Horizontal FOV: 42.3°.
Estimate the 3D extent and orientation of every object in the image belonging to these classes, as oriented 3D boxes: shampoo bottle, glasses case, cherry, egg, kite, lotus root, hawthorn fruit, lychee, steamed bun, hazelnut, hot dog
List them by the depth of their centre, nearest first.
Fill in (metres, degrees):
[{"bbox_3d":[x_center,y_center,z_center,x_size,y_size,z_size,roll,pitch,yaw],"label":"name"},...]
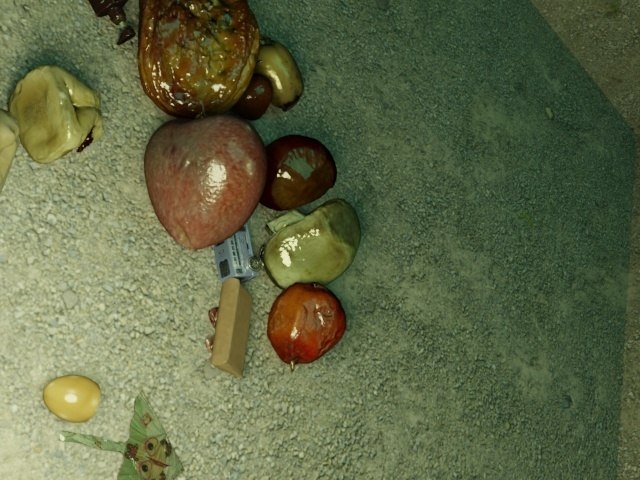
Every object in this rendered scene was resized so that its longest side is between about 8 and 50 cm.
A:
[{"bbox_3d":[-0.420,0.266,1.395,0.096,0.080,0.080,18,57,-21],"label":"egg"},{"bbox_3d":[-0.347,0.371,1.468,0.250,0.012,0.229,29,49,-33],"label":"kite"},{"bbox_3d":[-0.477,-0.235,1.556,0.155,0.140,0.172,-11,82,-61],"label":"steamed bun"},{"bbox_3d":[-0.229,-0.127,1.657,0.221,0.261,0.308,15,78,-57],"label":"cherry"},{"bbox_3d":[-0.188,0.187,1.692,0.102,0.070,0.194,58,30,-51],"label":"glasses case"},{"bbox_3d":[-0.466,-0.533,1.755,0.067,0.068,0.236,-32,93,-48],"label":"shampoo bottle"},{"bbox_3d":[-0.031,0.176,1.778,0.179,0.173,0.173,-35,97,-49],"label":"hawthorn fruit"},{"bbox_3d":[-0.275,-0.456,1.823,0.266,0.174,0.388,12,61,-26],"label":"hot dog"},{"bbox_3d":[-0.057,-0.158,1.908,0.201,0.160,0.170,-8,77,-37],"label":"hazelnut"},{"bbox_3d":[-0.159,-0.351,1.933,0.101,0.114,0.140,0,105,-52],"label":"lychee"},{"bbox_3d":[-0.117,-0.421,2.012,0.118,0.125,0.221,-29,98,-23],"label":"lotus root"}]

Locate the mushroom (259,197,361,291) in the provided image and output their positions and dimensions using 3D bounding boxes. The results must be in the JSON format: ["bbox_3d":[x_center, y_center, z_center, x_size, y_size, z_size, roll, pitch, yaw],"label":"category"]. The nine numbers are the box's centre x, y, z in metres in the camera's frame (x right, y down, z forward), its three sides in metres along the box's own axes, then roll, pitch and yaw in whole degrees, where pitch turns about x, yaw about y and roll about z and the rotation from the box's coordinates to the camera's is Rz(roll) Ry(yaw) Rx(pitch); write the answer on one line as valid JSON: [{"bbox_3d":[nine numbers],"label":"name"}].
[{"bbox_3d":[0.001,0.008,1.886,0.267,0.164,0.190,-19,86,-52],"label":"mushroom"}]

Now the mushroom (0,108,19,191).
[{"bbox_3d":[-0.648,-0.084,1.268,0.313,0.224,0.397,29,44,-15],"label":"mushroom"}]

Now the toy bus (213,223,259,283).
[{"bbox_3d":[-0.188,0.007,1.763,0.076,0.073,0.167,0,71,-43],"label":"toy bus"}]
